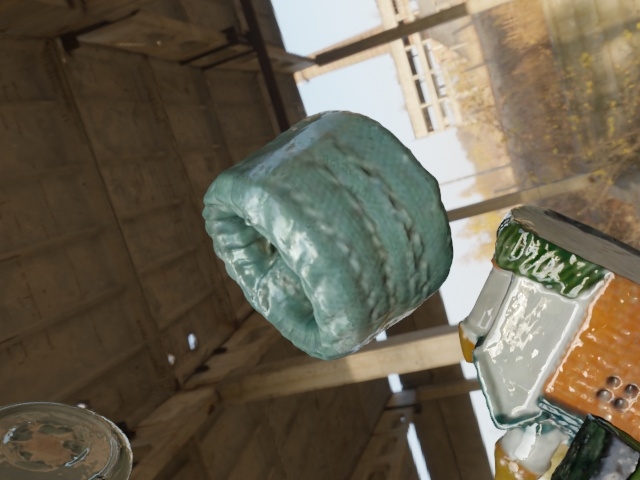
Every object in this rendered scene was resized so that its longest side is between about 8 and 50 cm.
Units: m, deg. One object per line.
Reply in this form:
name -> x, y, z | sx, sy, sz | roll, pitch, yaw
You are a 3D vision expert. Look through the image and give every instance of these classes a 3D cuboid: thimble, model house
thimble -> 0.000, 0.000, 0.535 | 0.198, 0.143, 0.235 | 54, 160, 1
model house -> 0.276, 0.142, 0.669 | 0.301, 0.271, 0.190 | -65, -14, 14

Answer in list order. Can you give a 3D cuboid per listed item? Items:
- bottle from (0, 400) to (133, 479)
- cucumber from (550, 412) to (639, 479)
bottle -> -0.223, 0.252, 0.424 | 0.253, 0.120, 0.120 | -70, -14, 12
cucumber -> 0.134, 0.209, 0.349 | 0.078, 0.211, 0.062 | 31, -178, -17
